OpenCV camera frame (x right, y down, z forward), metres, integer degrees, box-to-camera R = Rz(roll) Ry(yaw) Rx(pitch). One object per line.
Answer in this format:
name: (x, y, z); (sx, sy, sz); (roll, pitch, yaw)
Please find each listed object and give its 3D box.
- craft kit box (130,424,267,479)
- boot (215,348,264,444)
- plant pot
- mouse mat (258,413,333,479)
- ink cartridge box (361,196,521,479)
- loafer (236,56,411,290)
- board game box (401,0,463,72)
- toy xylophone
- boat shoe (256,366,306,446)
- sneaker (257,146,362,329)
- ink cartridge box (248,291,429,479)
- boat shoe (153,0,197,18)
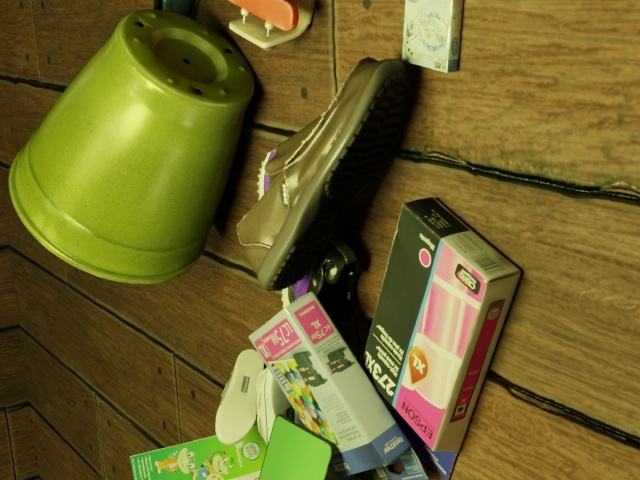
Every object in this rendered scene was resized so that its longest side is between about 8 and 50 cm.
craft kit box: (-0.194, 0.477, 1.719); (0.061, 0.246, 0.250); (100, 155, -63)
boot: (-0.145, 0.291, 1.720); (0.086, 0.069, 0.190); (113, 176, -49)
plant pot: (-0.288, -0.181, 1.628); (0.353, 0.366, 0.367); (-54, 55, 35)
mouse mat: (-0.044, 0.359, 1.479); (0.189, 0.007, 0.153); (12, 87, 59)
ink cartridge box: (0.142, 0.144, 1.294); (0.176, 0.069, 0.371); (45, 138, 41)
loafer: (-0.015, -0.101, 1.297); (0.130, 0.133, 0.366); (43, 114, 21)
board game box: (0.137, -0.260, 1.199); (0.090, 0.020, 0.090); (30, 125, 50)
toy xylophone: (-0.078, -0.448, 1.414); (0.236, 0.081, 0.323); (30, 124, 50)
boat shoe: (-0.072, 0.252, 1.628); (0.084, 0.095, 0.258); (36, 128, 41)
sneaker: (0.001, 0.000, 1.432); (0.146, 0.102, 0.294); (10, 116, 56)
ink cartridge box: (0.021, 0.238, 1.424); (0.311, 0.065, 0.186); (55, 153, 4)
boat shoe: (-0.290, -0.395, 1.752); (0.109, 0.089, 0.258); (52, 140, 35)
